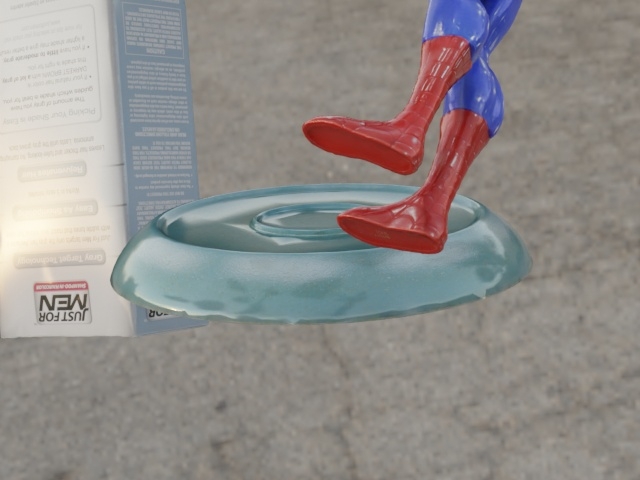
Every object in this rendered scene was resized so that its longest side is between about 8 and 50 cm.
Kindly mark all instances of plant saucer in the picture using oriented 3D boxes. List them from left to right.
[{"bbox_3d":[0.000,0.000,1.068,0.318,0.043,0.317,-2,14,0],"label":"plant saucer"}]

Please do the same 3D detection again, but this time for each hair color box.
[{"bbox_3d":[-0.227,-0.093,1.401,0.185,0.374,0.114,-3,1,35],"label":"hair color box"}]

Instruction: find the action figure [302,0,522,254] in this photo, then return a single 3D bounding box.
[{"bbox_3d":[0.045,-0.138,0.625,0.139,0.091,0.280,17,60,25],"label":"action figure"}]
